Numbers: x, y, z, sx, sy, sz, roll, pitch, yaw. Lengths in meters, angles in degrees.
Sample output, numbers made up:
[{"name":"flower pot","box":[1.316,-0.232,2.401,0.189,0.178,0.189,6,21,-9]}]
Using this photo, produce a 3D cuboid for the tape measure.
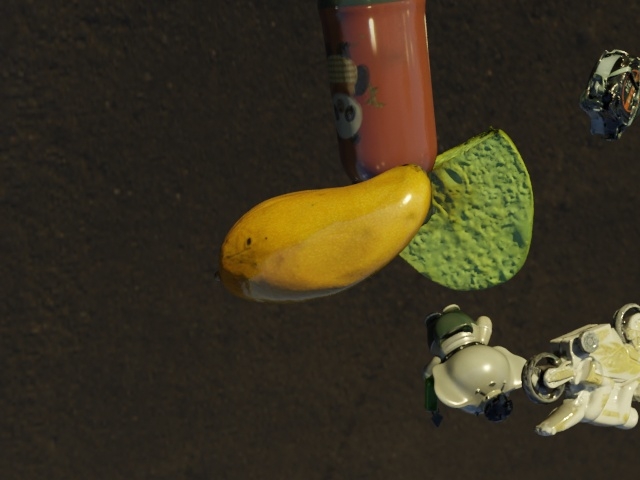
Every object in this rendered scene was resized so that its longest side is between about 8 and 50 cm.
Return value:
[{"name":"tape measure","box":[0.344,-0.171,1.367,0.054,0.094,0.091,13,153,37]}]

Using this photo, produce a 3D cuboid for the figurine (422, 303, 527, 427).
[{"name":"figurine","box":[0.209,0.178,1.638,0.147,0.192,0.126,-19,136,-9]}]

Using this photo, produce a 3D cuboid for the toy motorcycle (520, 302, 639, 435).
[{"name":"toy motorcycle","box":[0.347,0.175,1.462,0.228,0.151,0.074,-24,-173,-32]}]

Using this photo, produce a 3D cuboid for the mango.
[{"name":"mango","box":[0.000,0.000,0.913,0.190,0.098,0.075,-18,141,20]}]

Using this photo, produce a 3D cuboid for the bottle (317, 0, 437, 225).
[{"name":"bottle","box":[0.088,-0.177,1.576,0.144,0.144,0.336,-10,101,-8]}]

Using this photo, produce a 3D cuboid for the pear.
[{"name":"pear","box":[0.259,-0.041,1.979,0.288,0.239,0.139,-28,-178,30]}]
